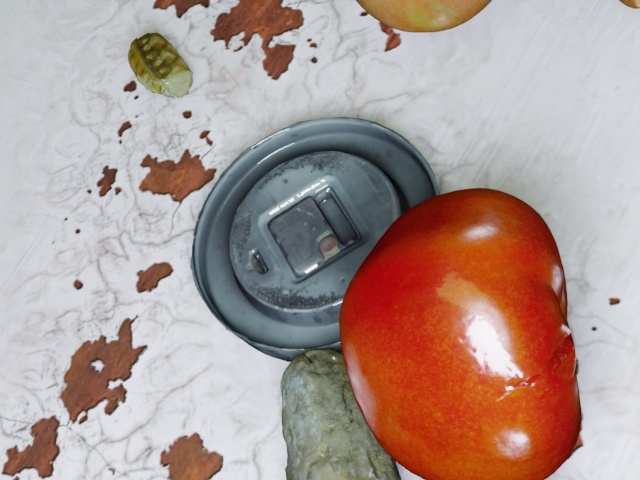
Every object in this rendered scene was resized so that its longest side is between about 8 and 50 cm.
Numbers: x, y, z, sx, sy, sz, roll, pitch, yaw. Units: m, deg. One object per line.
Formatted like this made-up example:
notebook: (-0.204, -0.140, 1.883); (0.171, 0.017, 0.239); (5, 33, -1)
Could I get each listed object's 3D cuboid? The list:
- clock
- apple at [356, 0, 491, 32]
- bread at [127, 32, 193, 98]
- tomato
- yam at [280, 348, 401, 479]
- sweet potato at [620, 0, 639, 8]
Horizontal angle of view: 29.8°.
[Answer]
clock: (0.000, -0.001, 1.419); (0.312, 0.061, 0.313); (-9, 60, 16)
apple: (0.135, -0.383, 1.494); (0.253, 0.253, 0.254); (-9, 60, 16)
bread: (-0.222, -0.238, 1.632); (0.066, 0.060, 0.110); (-53, 55, 21)
tomato: (0.138, 0.101, 1.190); (0.226, 0.298, 0.299); (-11, 60, 13)
yam: (0.021, 0.259, 1.233); (0.133, 0.133, 0.330); (-19, 55, 10)
sweet potato: (0.352, -0.350, 1.486); (0.056, 0.056, 0.195); (-34, 53, 0)
